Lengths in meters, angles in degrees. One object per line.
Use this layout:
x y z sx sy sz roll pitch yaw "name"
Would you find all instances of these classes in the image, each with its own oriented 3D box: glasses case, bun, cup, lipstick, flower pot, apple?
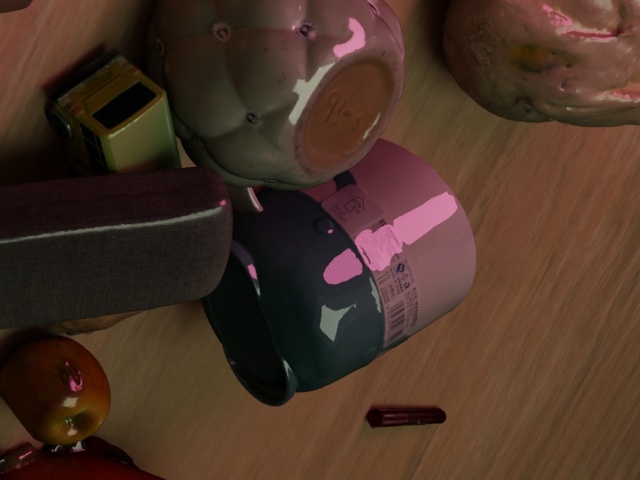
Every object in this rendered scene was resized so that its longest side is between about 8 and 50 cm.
-0.238 0.010 1.698 0.323 0.074 0.131 -7 139 -20 "glasses case"
0.316 -0.249 2.101 0.365 0.219 0.365 -25 150 -16 "bun"
0.000 0.000 2.009 0.258 0.219 0.289 -31 112 -32 "cup"
0.120 0.236 2.553 0.176 0.027 0.027 6 116 -56 "lipstick"
-0.040 -0.165 1.782 0.246 0.195 0.246 -35 144 -30 "flower pot"
-0.260 0.148 1.881 0.099 0.102 0.114 -34 155 -14 "apple"

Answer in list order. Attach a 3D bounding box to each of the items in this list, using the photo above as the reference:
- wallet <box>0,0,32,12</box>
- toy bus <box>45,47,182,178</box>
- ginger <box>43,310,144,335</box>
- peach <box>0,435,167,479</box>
-0.262 -0.253 1.553 0.118 0.039 0.152 -9 131 -46 "wallet"
-0.183 -0.080 1.767 0.088 0.101 0.175 -39 148 -23 "toy bus"
-0.217 0.045 1.869 0.213 0.074 0.137 -13 139 -56 "ginger"
-0.247 0.400 2.014 0.417 0.353 0.339 28 90 -17 "peach"
